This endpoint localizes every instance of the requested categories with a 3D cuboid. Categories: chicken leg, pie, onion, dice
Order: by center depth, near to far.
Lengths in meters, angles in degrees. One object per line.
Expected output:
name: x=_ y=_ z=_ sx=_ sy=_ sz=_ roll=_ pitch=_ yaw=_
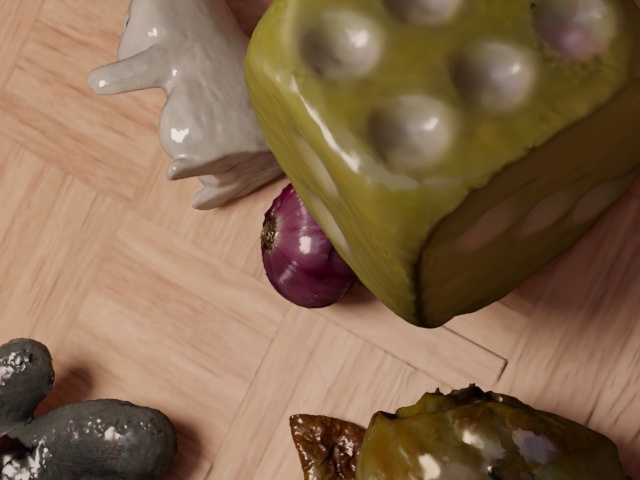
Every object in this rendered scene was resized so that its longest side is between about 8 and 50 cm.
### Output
chicken leg: x=0.194 y=0.261 z=1.037 sx=0.429 sy=0.152 sz=0.201 roll=43 pitch=111 yaw=19
dice: x=0.097 y=-0.097 z=1.056 sx=0.238 sy=0.233 sz=0.227 roll=-33 pitch=70 yaw=-9
pie: x=0.030 y=0.229 z=1.179 sx=0.088 sy=0.033 sz=0.191 roll=-12 pitch=72 yaw=12
onion: x=0.000 y=0.000 z=1.209 sx=0.115 sy=0.104 sz=0.115 roll=180 pitch=90 yaw=-70

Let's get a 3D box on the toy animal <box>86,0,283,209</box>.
toy animal: x=-0.125 y=-0.160 z=1.279 sx=0.138 sy=0.140 sz=0.282 roll=-37 pitch=69 yaw=7

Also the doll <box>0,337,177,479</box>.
doll: x=-0.290 y=0.209 z=1.278 sx=0.340 sy=0.158 sz=0.246 roll=4 pitch=94 yaw=25
